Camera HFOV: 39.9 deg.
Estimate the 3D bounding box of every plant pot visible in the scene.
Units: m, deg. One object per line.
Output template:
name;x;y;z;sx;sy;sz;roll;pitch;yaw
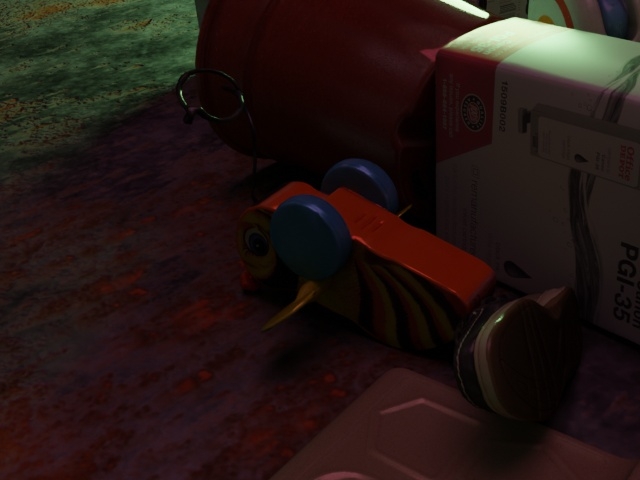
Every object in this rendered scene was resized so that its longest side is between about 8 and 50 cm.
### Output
plant pot;0.058;-0.161;0.905;0.272;0.272;0.265;-26;43;-32

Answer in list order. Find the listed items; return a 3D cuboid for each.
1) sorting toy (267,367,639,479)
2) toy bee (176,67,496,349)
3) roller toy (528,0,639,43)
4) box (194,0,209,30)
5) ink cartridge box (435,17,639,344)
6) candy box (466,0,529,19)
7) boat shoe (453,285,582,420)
sorting toy;0.070;0.167;0.549;0.208;0.038;0.193;14;35;37
toy bee;0.000;0.000;0.760;0.195;0.162;0.298;-15;55;-33
roller toy;0.326;-0.237;1.047;0.146;0.191;0.209;-10;31;-7
box;-0.016;-0.293;1.218;0.215;0.168;0.345;-17;33;-20
ink cartridge box;0.235;-0.048;0.717;0.117;0.207;0.283;-26;36;-34
candy box;0.156;-0.214;1.026;0.070;0.196;0.165;-21;34;-27
boat shoe;0.130;0.078;0.618;0.073;0.080;0.223;-11;0;28
